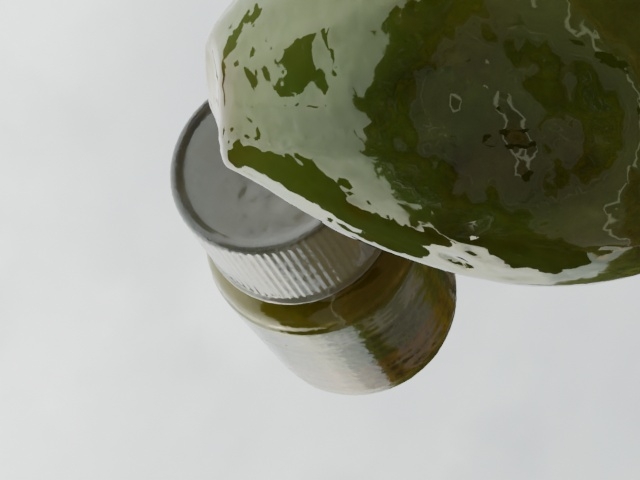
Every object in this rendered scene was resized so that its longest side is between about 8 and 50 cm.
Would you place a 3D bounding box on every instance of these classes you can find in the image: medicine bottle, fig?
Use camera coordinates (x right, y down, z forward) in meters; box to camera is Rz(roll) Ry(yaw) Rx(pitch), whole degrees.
[{"bbox_3d":[0.000,0.000,1.519,0.224,0.224,0.384,-69,-23,-17],"label":"medicine bottle"},{"bbox_3d":[0.080,-0.072,0.584,0.230,0.207,0.207,-41,-48,-8],"label":"fig"}]
